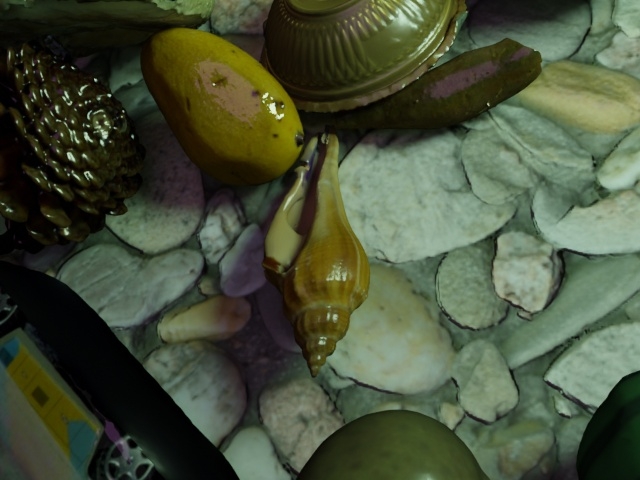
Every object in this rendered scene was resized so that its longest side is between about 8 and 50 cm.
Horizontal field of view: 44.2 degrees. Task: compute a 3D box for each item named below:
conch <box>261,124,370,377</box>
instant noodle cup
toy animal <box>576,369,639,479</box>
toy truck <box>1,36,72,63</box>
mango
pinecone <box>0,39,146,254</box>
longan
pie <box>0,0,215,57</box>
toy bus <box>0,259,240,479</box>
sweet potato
[{"bbox_3d":[0.003,0.003,0.858,0.109,0.093,0.330,-20,41,26],"label":"conch"},{"bbox_3d":[0.030,-0.278,0.927,0.274,0.090,0.273,-14,53,18],"label":"instant noodle cup"},{"bbox_3d":[0.327,0.252,0.596,0.191,0.216,0.338,-48,57,22],"label":"toy animal"},{"bbox_3d":[-0.393,-0.272,1.092,0.111,0.076,0.077,-34,42,-1],"label":"toy truck"},{"bbox_3d":[-0.122,-0.154,0.914,0.227,0.147,0.109,39,38,7],"label":"mango"},{"bbox_3d":[-0.356,-0.088,0.910,0.292,0.246,0.246,-26,62,24],"label":"pinecone"},{"bbox_3d":[0.060,0.256,0.668,0.197,0.196,0.220,-12,70,11],"label":"longan"},{"bbox_3d":[-0.270,-0.272,0.924,0.338,0.337,0.075,-7,96,13],"label":"pie"},{"bbox_3d":[-0.254,0.200,0.802,0.386,0.171,0.162,40,92,26],"label":"toy bus"},{"bbox_3d":[0.133,-0.163,0.897,0.244,0.077,0.077,-19,63,20],"label":"sweet potato"}]
